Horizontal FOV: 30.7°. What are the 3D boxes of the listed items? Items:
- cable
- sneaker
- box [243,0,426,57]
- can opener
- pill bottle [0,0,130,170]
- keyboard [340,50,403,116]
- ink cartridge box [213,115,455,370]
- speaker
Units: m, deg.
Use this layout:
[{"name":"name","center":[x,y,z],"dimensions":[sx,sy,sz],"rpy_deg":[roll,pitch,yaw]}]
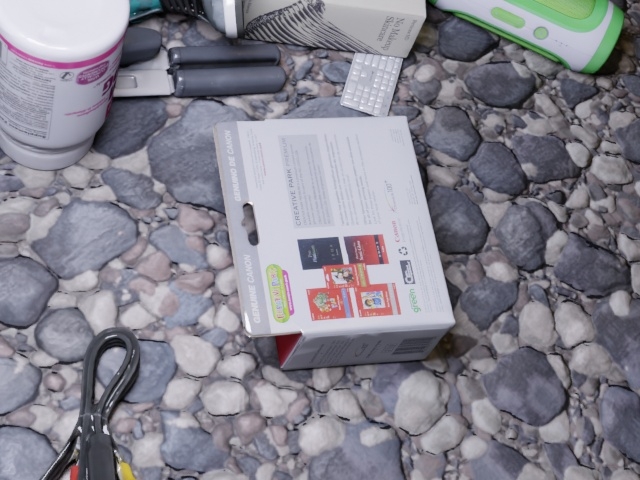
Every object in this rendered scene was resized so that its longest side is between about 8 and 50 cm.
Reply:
[{"name":"cable","center":[-0.267,0.241,1.370],"dimensions":[0.139,0.072,0.287],"rpy_deg":[-8,52,-3]},{"name":"sneaker","center":[-0.205,-0.347,1.596],"dimensions":[0.178,0.123,0.295],"rpy_deg":[-7,27,-11]},{"name":"box","center":[0.009,-0.349,1.710],"dimensions":[0.275,0.113,0.094],"rpy_deg":[5,62,-10]},{"name":"can opener","center":[-0.181,-0.246,1.611],"dimensions":[0.283,0.095,0.076],"rpy_deg":[-6,66,-20]},{"name":"pill bottle","center":[-0.330,-0.213,1.436],"dimensions":[0.160,0.283,0.160],"rpy_deg":[7,62,-14]},{"name":"keyboard","center":[0.093,-0.293,1.771],"dimensions":[0.072,0.014,0.256],"rpy_deg":[20,59,-7]},{"name":"ink cartridge box","center":[0.000,0.000,1.520],"dimensions":[0.272,0.130,0.309],"rpy_deg":[-2,64,-17]},{"name":"speaker","center":[0.315,-0.369,1.817],"dimensions":[0.297,0.131,0.131],"rpy_deg":[24,59,-5]}]
